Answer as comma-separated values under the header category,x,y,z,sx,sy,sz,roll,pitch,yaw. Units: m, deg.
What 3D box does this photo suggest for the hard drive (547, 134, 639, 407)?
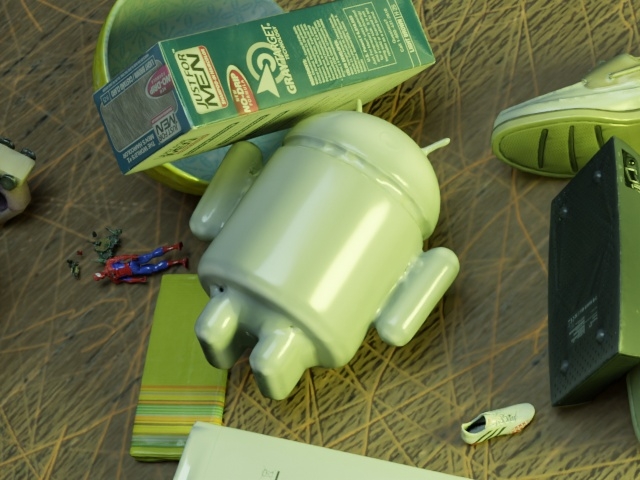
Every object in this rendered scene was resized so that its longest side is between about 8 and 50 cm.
category,x,y,z,sx,sy,sz,roll,pitch,yaw
hard drive,0.295,0.037,1.716,0.054,0.172,0.254,12,60,-14

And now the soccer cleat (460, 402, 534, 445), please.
category,x,y,z,sx,sy,sz,roll,pitch,yaw
soccer cleat,0.188,0.193,1.728,0.083,0.035,0.029,-22,56,5

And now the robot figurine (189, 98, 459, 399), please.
category,x,y,z,sx,sy,sz,roll,pitch,yaw
robot figurine,0.000,0.000,1.805,0.300,0.200,0.353,31,73,12

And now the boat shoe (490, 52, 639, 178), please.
category,x,y,z,sx,sy,sz,roll,pitch,yaw
boat shoe,0.342,-0.150,1.846,0.302,0.113,0.103,-7,53,5

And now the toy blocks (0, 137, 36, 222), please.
category,x,y,z,sx,sy,sz,roll,pitch,yaw
toy blocks,-0.557,0.008,2.000,0.289,0.260,0.309,27,43,0

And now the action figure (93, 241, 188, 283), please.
category,x,y,z,sx,sy,sz,roll,pitch,yaw
action figure,-0.219,0.031,1.958,0.115,0.038,0.030,-14,25,10

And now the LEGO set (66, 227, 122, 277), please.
category,x,y,z,sx,sy,sz,roll,pitch,yaw
LEGO set,-0.272,0.015,1.998,0.083,0.023,0.054,-24,53,19

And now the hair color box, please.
category,x,y,z,sx,sy,sz,roll,pitch,yaw
hair color box,-0.061,-0.184,1.830,0.347,0.174,0.105,-20,86,-36

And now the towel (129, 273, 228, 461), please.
category,x,y,z,sx,sy,sz,roll,pitch,yaw
towel,-0.153,0.145,1.881,0.102,0.021,0.237,0,59,12

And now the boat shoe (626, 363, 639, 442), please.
category,x,y,z,sx,sy,sz,roll,pitch,yaw
boat shoe,0.384,0.064,1.700,0.113,0.127,0.340,9,51,-10

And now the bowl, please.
category,x,y,z,sx,sy,sz,roll,pitch,yaw
bowl,-0.159,-0.171,1.968,0.156,0.289,0.289,-32,40,54

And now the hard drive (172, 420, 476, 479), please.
category,x,y,z,sx,sy,sz,roll,pitch,yaw
hard drive,-0.003,0.332,1.693,0.353,0.047,0.233,9,64,20
